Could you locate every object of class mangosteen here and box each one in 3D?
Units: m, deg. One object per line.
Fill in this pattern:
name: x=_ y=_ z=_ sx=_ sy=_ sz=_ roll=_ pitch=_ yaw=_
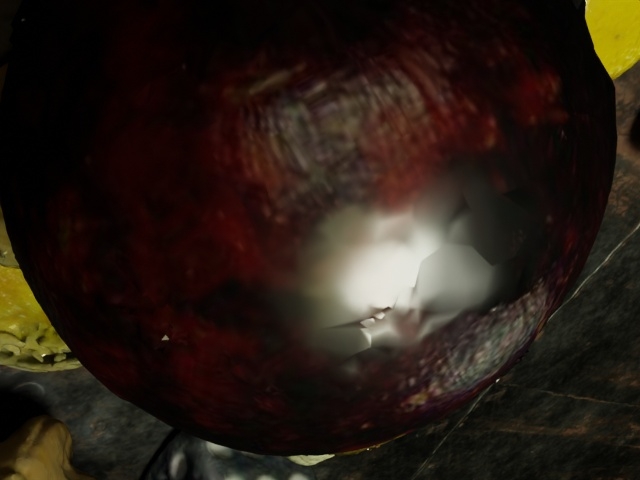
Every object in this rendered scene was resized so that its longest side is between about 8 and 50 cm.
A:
mangosteen: x=0.007 y=-0.055 z=0.566 sx=0.381 sy=0.381 sz=0.421 roll=-46 pitch=152 yaw=12

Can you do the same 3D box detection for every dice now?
dice: x=-0.117 y=0.352 z=1.112 sx=0.182 sy=0.181 sz=0.183 roll=13 pitch=122 yaw=-41

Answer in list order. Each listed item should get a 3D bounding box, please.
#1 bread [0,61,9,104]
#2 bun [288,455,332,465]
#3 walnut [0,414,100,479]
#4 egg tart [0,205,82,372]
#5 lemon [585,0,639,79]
bread: x=-0.172 y=-0.124 z=0.710 sx=0.200 sy=0.077 sz=0.116 roll=-29 pitch=142 yaw=-6
bun: x=0.009 y=0.171 z=1.062 sx=0.220 sy=0.134 sz=0.220 roll=-46 pitch=153 yaw=-31
walnut: x=-0.358 y=0.379 z=0.880 sx=0.384 sy=0.383 sz=0.383 roll=-18 pitch=136 yaw=-18
egg tart: x=-0.270 y=0.019 z=0.701 sx=0.288 sy=0.118 sz=0.288 roll=5 pitch=148 yaw=3
lemon: x=0.179 y=-0.228 z=0.735 sx=0.253 sy=0.228 sz=0.228 roll=-29 pitch=138 yaw=-3
